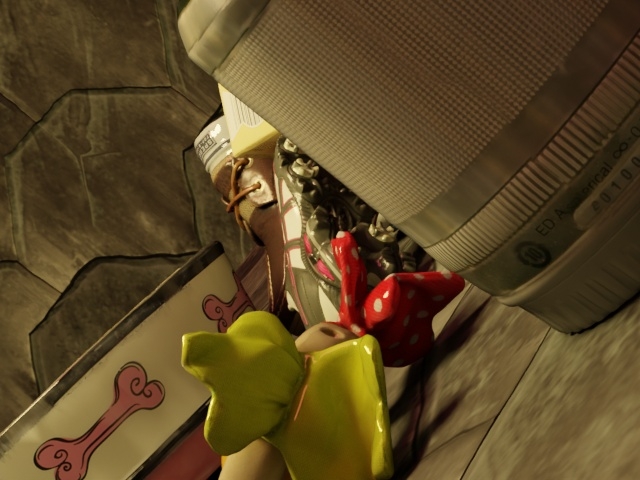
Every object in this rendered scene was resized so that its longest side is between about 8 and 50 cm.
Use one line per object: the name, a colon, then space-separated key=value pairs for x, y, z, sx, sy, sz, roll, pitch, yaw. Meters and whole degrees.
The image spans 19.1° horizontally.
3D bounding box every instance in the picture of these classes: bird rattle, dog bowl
bird rattle: x=-0.017 y=0.105 z=1.200 sx=0.253 sy=0.143 sz=0.207 roll=-56 pitch=-10 yaw=-71
dog bowl: x=-0.194 y=0.191 z=1.739 sx=0.408 sy=0.150 sz=0.408 roll=-44 pitch=0 yaw=0

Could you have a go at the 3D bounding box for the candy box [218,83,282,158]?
candy box: x=0.071 y=-0.163 z=1.699 sx=0.183 sy=0.087 sz=0.316 roll=-3 pitch=-15 yaw=-38

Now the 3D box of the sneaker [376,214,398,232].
sneaker: x=0.086 y=-0.055 z=1.777 sx=0.237 sy=0.086 sz=0.085 roll=106 pitch=172 yaw=-75

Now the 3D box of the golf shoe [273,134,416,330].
golf shoe: x=0.000 y=0.000 z=1.605 sx=0.273 sy=0.105 sz=0.120 roll=-101 pitch=30 yaw=-59

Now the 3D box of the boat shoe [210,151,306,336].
boat shoe: x=-0.053 y=-0.052 z=1.941 sx=0.123 sy=0.123 sz=0.342 roll=114 pitch=160 yaw=-51

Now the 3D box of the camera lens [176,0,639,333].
camera lens: x=0.081 y=-0.113 z=0.973 sx=0.219 sy=0.274 sz=0.219 roll=-50 pitch=5 yaw=5

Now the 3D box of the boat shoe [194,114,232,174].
boat shoe: x=0.045 y=-0.112 z=2.216 sx=0.367 sy=0.156 sz=0.136 roll=-20 pitch=-16 yaw=-29
